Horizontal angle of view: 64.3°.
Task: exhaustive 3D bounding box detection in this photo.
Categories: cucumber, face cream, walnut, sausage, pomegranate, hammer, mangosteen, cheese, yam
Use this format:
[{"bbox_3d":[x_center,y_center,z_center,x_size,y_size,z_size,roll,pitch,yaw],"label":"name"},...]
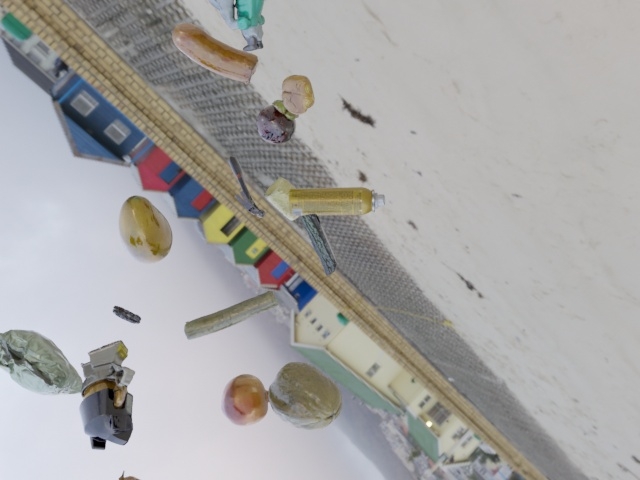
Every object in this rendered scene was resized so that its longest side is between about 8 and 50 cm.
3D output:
[{"bbox_3d":[0.000,0.000,1.537,0.070,0.046,0.219,-90,-20,-62],"label":"cucumber"},{"bbox_3d":[0.062,-0.144,1.874,0.349,0.104,0.105,-1,170,6],"label":"face cream"},{"bbox_3d":[-0.060,0.587,1.906,0.283,0.283,0.227,40,133,50],"label":"walnut"},{"bbox_3d":[-0.328,-0.582,1.584,0.271,0.108,0.109,24,-176,-18],"label":"sausage"},{"bbox_3d":[-0.310,0.652,2.086,0.209,0.209,0.209,44,177,3],"label":"pomegranate"},{"bbox_3d":[-0.309,-0.224,1.999,0.137,0.037,0.289,35,-155,-58],"label":"hammer"},{"bbox_3d":[-0.159,-0.460,1.952,0.166,0.180,0.166,25,-146,-18],"label":"mangosteen"},{"bbox_3d":[-0.142,-0.177,2.166,0.167,0.123,0.094,42,-177,-25],"label":"cheese"},{"bbox_3d":[-0.347,0.293,1.984,0.083,0.372,0.083,160,90,-88],"label":"yam"}]

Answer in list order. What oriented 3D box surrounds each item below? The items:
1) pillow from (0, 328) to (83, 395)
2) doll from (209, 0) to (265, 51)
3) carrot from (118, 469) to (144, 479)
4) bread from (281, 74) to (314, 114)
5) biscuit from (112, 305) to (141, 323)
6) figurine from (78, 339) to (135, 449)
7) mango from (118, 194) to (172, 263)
[{"bbox_3d":[-0.888,0.393,1.616,0.283,0.138,0.310,39,160,0],"label":"pillow"},{"bbox_3d":[-0.232,-0.674,1.421,0.153,0.258,0.195,5,-179,20],"label":"doll"},{"bbox_3d":[-0.513,0.867,1.540,0.341,0.224,0.224,8,157,31],"label":"carrot"},{"bbox_3d":[-0.048,-0.313,1.087,0.081,0.046,0.083,41,132,22],"label":"bread"},{"bbox_3d":[-0.597,0.231,1.571,0.089,0.027,0.087,10,153,30],"label":"biscuit"},{"bbox_3d":[-0.625,0.458,1.487,0.143,0.308,0.308,2,-163,-24],"label":"figurine"},{"bbox_3d":[-0.620,-0.036,1.792,0.317,0.173,0.211,103,156,-65],"label":"mango"}]
